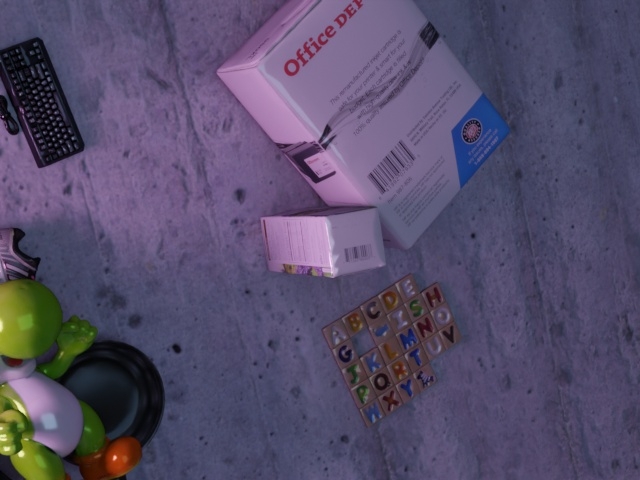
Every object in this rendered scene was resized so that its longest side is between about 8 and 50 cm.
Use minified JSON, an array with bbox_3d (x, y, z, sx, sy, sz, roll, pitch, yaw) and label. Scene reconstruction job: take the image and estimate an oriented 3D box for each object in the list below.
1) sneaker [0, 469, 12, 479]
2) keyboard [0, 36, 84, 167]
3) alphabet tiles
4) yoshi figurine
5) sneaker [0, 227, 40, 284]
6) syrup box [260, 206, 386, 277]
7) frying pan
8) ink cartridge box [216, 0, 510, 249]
[{"bbox_3d":[-0.517,0.371,1.706,0.202,0.185,0.482,-19,105,-43],"label":"sneaker"},{"bbox_3d":[-0.424,-0.198,1.784,0.108,0.023,0.180,-26,103,-24],"label":"keyboard"},{"bbox_3d":[0.135,0.180,2.102,0.237,0.009,0.198,-31,106,-22],"label":"alphabet tiles"},{"bbox_3d":[-0.385,0.199,1.680,0.203,0.203,0.362,-32,103,-7],"label":"yoshi figurine"},{"bbox_3d":[-0.436,0.056,1.768,0.075,0.063,0.170,-23,98,-18],"label":"sneaker"},{"bbox_3d":[0.000,0.000,1.893,0.093,0.237,0.096,-11,95,-26],"label":"syrup box"},{"bbox_3d":[-0.302,0.299,1.857,0.197,0.053,0.326,-37,110,-19],"label":"frying pan"},{"bbox_3d":[0.073,-0.224,1.958,0.285,0.166,0.395,-48,113,-18],"label":"ink cartridge box"}]
